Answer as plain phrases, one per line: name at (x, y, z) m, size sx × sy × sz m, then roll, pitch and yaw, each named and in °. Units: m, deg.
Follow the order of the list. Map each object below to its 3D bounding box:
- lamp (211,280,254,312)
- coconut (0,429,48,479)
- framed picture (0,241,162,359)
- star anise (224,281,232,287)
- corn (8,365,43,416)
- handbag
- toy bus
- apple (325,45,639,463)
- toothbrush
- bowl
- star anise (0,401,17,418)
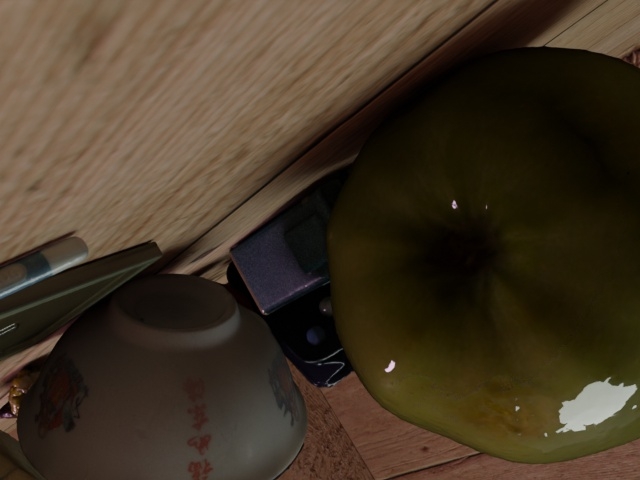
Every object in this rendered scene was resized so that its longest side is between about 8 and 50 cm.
lamp at (-0.211, 0.173, 1.250) m, size 0.227 × 0.226 × 0.227 m, roll -31°, pitch 178°, yaw -1°
coconut at (-0.427, 0.344, 0.776) m, size 0.353 × 0.352 × 0.352 m, roll -31°, pitch 178°, yaw -1°
framed picture at (-0.290, 0.087, 0.624) m, size 0.211 × 0.020 × 0.289 m, roll -33°, pitch 178°, yaw 28°
star anise at (-0.278, 0.190, 1.506) m, size 0.316 × 0.139 × 0.359 m, roll -21°, pitch 172°, yaw -38°
corn at (-0.453, 0.252, 1.197) m, size 0.097 × 0.097 × 0.320 m, roll -30°, pitch 179°, yaw -26°
handbag at (0.007, 0.083, 1.339) m, size 0.269 × 0.326 × 0.118 m, roll -34°, pitch 135°, yaw -17°
toy bus at (0.000, 0.000, 1.124) m, size 0.167 × 0.138 × 0.275 m, roll -27°, pitch 177°, yaw -43°
apple at (0.224, 0.018, 0.806) m, size 0.474 × 0.473 × 0.473 m, roll -31°, pitch 178°, yaw -1°
toothbrush at (-0.261, 0.059, 0.428) m, size 0.276 × 0.019 × 0.025 m, roll -30°, pitch 169°, yaw -31°
bowl at (-0.174, 0.138, 0.869) m, size 0.345 × 0.346 × 0.157 m, roll -28°, pitch 133°, yaw -55°
star anise at (-0.518, 0.285, 1.449) m, size 0.212 × 0.053 × 0.157 m, roll -33°, pitch 177°, yaw -2°
